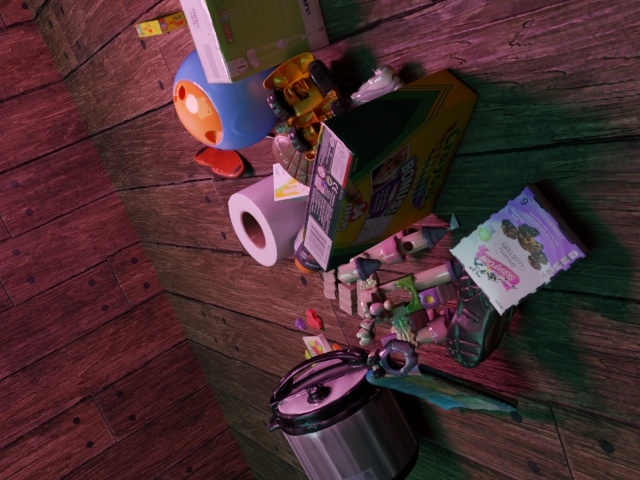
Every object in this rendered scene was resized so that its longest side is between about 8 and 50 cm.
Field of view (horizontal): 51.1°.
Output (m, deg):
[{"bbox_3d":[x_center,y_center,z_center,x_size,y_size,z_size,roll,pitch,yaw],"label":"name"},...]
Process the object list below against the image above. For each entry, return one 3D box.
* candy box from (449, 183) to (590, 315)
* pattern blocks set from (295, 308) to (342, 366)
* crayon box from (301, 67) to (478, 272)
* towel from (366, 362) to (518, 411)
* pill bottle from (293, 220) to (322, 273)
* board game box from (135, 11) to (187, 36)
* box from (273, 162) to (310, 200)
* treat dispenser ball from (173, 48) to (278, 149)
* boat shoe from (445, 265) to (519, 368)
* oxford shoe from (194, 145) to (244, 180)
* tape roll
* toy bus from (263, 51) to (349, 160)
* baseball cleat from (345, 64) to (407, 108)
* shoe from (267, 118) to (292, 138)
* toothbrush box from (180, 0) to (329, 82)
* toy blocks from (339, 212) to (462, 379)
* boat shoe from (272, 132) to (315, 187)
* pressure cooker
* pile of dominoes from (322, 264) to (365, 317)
[{"bbox_3d":[0.375,0.019,1.272,0.196,0.070,0.165,-43,77,27],"label":"candy box"},{"bbox_3d":[0.011,0.412,2.390,0.325,0.026,0.285,55,152,8],"label":"pattern blocks set"},{"bbox_3d":[0.130,-0.134,1.365,0.106,0.313,0.363,49,151,25],"label":"crayon box"},{"bbox_3d":[0.286,0.372,1.674,0.271,0.040,0.370,21,163,-9],"label":"towel"},{"bbox_3d":[0.000,0.000,1.887,0.130,0.130,0.245,51,147,15],"label":"pill bottle"},{"bbox_3d":[-0.506,-0.683,2.119,0.181,0.092,0.043,17,131,52],"label":"board game box"},{"bbox_3d":[-0.032,-0.164,1.787,0.203,0.114,0.103,-4,89,59],"label":"box"},{"bbox_3d":[-0.241,-0.382,1.762,0.288,0.288,0.288,39,146,34],"label":"treat dispenser ball"},{"bbox_3d":[0.364,0.118,1.428,0.122,0.120,0.324,37,123,40],"label":"boat shoe"},{"bbox_3d":[-0.322,-0.248,2.259,0.271,0.097,0.098,30,160,50],"label":"oxford shoe"},{"bbox_3d":[-0.140,-0.066,2.028,0.246,0.169,0.246,40,146,34],"label":"tape roll"},{"bbox_3d":[-0.003,-0.309,1.575,0.149,0.211,0.220,-30,87,19],"label":"toy bus"},{"bbox_3d":[0.127,-0.309,1.465,0.109,0.072,0.206,42,167,-8],"label":"baseball cleat"},{"bbox_3d":[-0.114,-0.306,1.873,0.219,0.058,0.076,21,134,50],"label":"shoe"},{"bbox_3d":[-0.143,-0.495,1.500,0.122,0.283,0.206,18,132,53],"label":"toothbrush box"},{"bbox_3d":[0.227,0.115,1.524,0.260,0.309,0.288,-20,93,19],"label":"toy blocks"},{"bbox_3d":[0.024,-0.182,1.635,0.302,0.098,0.109,28,131,11],"label":"boat shoe"},{"bbox_3d":[0.071,0.537,2.048,0.375,0.370,0.420,-11,111,57],"label":"pressure cooker"},{"bbox_3d":[0.078,0.097,1.993,0.196,0.040,0.251,29,131,46],"label":"pile of dominoes"}]
